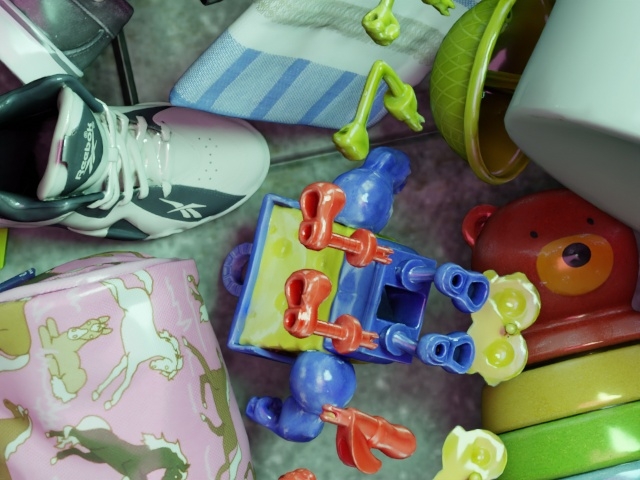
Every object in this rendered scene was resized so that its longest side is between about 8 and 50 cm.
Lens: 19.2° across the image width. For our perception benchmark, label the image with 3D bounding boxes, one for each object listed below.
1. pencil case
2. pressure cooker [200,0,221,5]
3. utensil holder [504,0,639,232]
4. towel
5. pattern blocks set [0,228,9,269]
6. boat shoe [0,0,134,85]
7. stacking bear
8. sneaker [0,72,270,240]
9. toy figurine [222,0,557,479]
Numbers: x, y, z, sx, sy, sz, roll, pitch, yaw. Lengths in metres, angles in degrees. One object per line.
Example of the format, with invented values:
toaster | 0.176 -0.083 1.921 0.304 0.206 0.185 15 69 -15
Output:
pencil case | -0.120 0.202 1.205 0.167 0.160 0.386 -12 94 30
pressure cooker | -0.076 -0.361 1.085 0.420 0.375 0.370 -21 57 -2
utensil holder | 0.318 -0.171 1.061 0.327 0.327 0.385 28 86 -4
towel | 0.062 -0.162 1.139 0.285 0.209 0.034 -41 69 24
pattern blocks set | -0.347 -0.021 1.244 0.285 0.026 0.325 13 91 -4
boat shoe | -0.246 -0.226 1.204 0.102 0.108 0.301 -45 97 -1
stacking bear | 0.173 0.106 1.221 0.175 0.164 0.289 -12 82 -1
sneaker | -0.135 -0.050 1.181 0.235 0.153 0.094 5 87 -15
toy figurine | 0.000 0.000 1.183 0.191 0.217 0.363 14 87 -40
